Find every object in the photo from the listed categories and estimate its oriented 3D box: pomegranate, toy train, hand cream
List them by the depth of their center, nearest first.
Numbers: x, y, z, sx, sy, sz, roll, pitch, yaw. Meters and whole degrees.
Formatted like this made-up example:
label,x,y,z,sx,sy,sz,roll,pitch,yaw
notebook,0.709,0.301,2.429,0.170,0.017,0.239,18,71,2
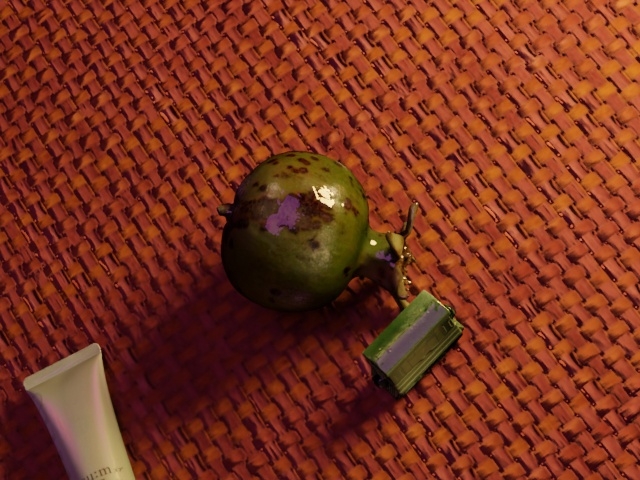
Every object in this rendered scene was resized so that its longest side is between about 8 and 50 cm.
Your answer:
label,x,y,z,sx,sy,sz,roll,pitch,yaw
toy train,0.077,0.087,1.461,0.093,0.056,0.038,-45,61,-6
pomegranate,-0.002,-0.004,1.484,0.169,0.148,0.148,1,68,10
hand cream,-0.197,0.186,1.511,0.078,0.050,0.205,-28,58,3
